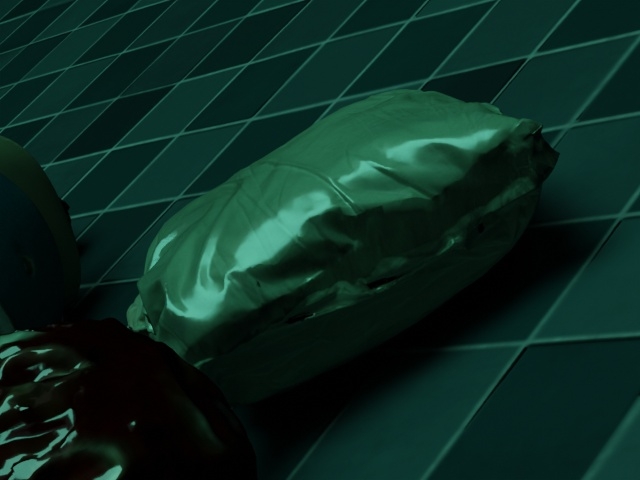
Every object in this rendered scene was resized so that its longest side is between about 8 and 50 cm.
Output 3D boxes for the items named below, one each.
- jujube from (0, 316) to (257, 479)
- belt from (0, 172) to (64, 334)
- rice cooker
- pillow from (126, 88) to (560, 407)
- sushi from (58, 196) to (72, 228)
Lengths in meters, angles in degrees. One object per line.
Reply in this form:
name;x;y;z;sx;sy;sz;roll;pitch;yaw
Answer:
jujube;-0.223;0.193;1.132;0.377;0.258;0.258;-36;20;10
belt;-0.409;0.091;1.517;0.437;0.300;0.173;-28;22;18
rice cooker;-0.291;0.005;1.683;0.145;0.206;0.127;-19;10;36
pillow;0.000;0.000;1.340;0.310;0.138;0.283;-33;12;-1
sushi;-0.341;0.010;1.810;0.212;0.147;0.115;-40;20;-23
